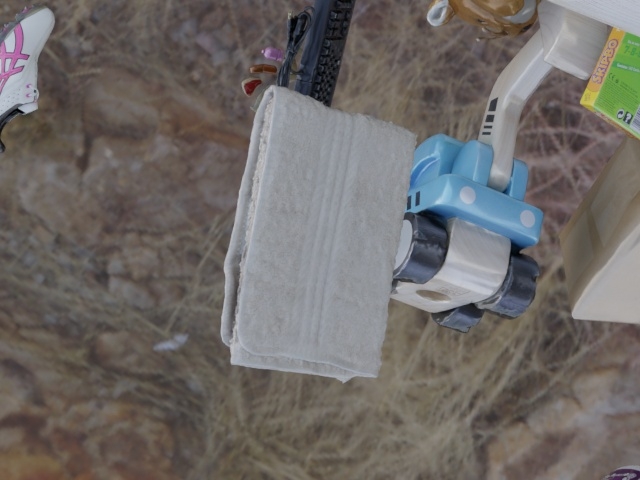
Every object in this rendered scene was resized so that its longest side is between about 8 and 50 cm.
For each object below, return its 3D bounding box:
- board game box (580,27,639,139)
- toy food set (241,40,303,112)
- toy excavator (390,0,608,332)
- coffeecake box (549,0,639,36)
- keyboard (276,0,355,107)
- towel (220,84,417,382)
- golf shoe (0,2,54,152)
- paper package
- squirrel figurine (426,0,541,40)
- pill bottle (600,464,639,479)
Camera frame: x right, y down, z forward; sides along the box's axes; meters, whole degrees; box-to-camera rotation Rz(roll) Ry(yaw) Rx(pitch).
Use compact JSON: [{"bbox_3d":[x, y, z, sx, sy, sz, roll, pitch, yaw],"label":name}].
[{"bbox_3d":[0.462,-0.284,1.516,0.124,0.259,0.039,24,-178,-35],"label":"board game box"},{"bbox_3d":[-0.080,-0.269,1.729,0.122,0.019,0.078,-40,124,0],"label":"toy food set"},{"bbox_3d":[0.249,-0.118,1.672,0.222,0.445,0.433,19,161,-19],"label":"toy excavator"},{"bbox_3d":[0.260,-0.187,0.735,0.142,0.068,0.185,12,-179,-32],"label":"coffeecake box"},{"bbox_3d":[-0.012,-0.247,1.604,0.033,0.201,0.317,20,108,23],"label":"keyboard"},{"bbox_3d":[0.000,0.000,1.109,0.187,0.282,0.049,13,175,-32],"label":"towel"},{"bbox_3d":[-0.360,-0.190,1.275,0.086,0.186,0.067,33,177,-3],"label":"golf shoe"},{"bbox_3d":[0.583,-0.010,1.734,0.309,0.168,0.325,6,144,-11],"label":"paper package"},{"bbox_3d":[0.214,-0.490,1.635,0.397,0.281,0.370,44,175,20],"label":"squirrel figurine"},{"bbox_3d":[0.455,0.440,1.611,0.169,0.301,0.169,26,127,40],"label":"pill bottle"}]
